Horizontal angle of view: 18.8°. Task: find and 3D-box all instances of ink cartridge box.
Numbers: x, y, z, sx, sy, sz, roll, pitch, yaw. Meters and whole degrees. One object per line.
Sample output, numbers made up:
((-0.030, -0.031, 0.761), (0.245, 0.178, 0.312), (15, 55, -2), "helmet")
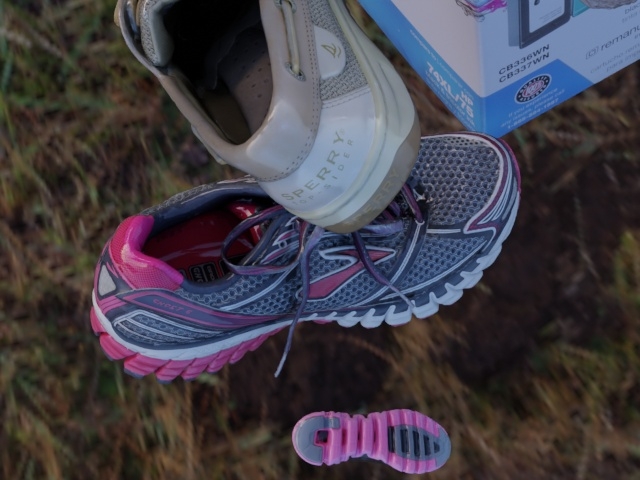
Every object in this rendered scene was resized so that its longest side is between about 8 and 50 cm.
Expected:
((0.136, -0.251, 1.357), (0.198, 0.197, 0.270), (-30, 148, -12), "ink cartridge box")

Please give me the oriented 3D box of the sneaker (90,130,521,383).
((0.000, 0.000, 1.239), (0.299, 0.121, 0.112), (-22, 154, -20), "sneaker")

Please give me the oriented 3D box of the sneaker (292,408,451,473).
((0.035, 0.145, 1.420), (0.119, 0.057, 0.047), (7, 83, -10), "sneaker")

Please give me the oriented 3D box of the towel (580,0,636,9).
((0.129, -0.255, 1.048), (0.049, 0.187, 0.282), (-30, 100, -11), "towel")

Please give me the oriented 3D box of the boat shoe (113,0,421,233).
((-0.051, -0.121, 1.011), (0.098, 0.302, 0.109), (24, 115, -39), "boat shoe")
